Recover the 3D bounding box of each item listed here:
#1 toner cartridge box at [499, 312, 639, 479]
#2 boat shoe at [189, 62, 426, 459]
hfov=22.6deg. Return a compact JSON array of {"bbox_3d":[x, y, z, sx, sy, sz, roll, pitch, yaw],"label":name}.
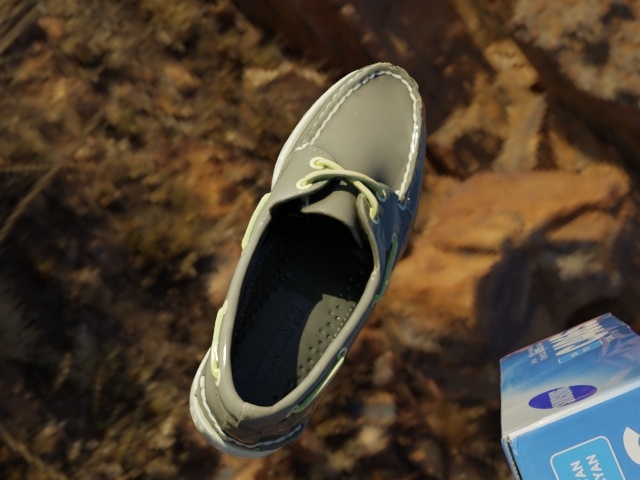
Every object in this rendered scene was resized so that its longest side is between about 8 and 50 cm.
[{"bbox_3d":[0.147,0.130,0.751,0.348,0.075,0.165,0,67,-84],"label":"toner cartridge box"},{"bbox_3d":[0.004,0.002,1.093,0.109,0.091,0.305,25,69,-3],"label":"boat shoe"}]
